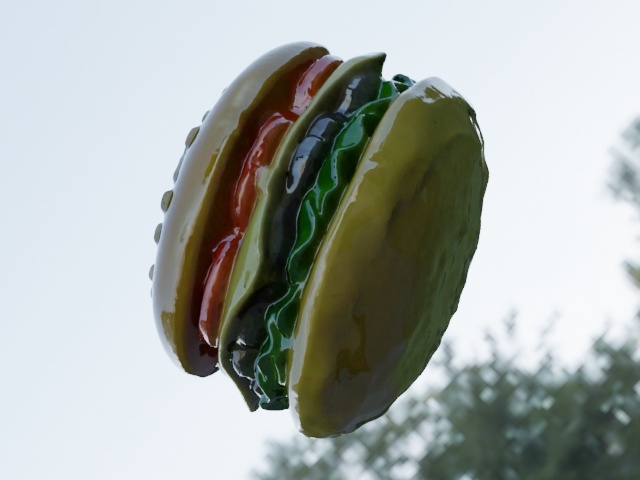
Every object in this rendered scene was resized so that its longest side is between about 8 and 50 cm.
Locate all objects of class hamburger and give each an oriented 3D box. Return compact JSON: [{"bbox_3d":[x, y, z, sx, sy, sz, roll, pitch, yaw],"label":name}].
[{"bbox_3d":[0.000,0.000,0.727,0.162,0.115,0.162,20,-90,-75],"label":"hamburger"}]
